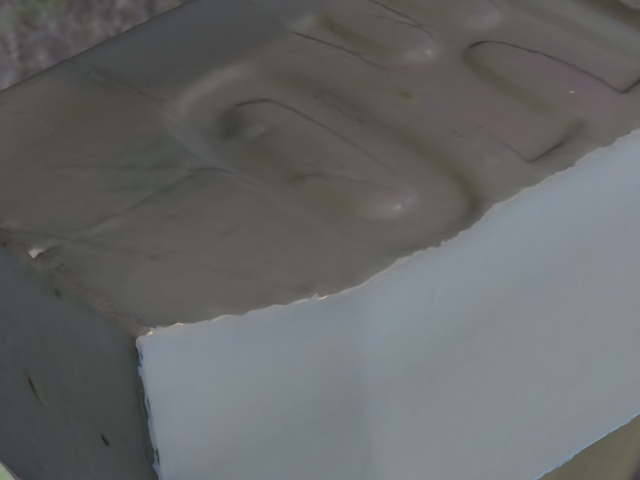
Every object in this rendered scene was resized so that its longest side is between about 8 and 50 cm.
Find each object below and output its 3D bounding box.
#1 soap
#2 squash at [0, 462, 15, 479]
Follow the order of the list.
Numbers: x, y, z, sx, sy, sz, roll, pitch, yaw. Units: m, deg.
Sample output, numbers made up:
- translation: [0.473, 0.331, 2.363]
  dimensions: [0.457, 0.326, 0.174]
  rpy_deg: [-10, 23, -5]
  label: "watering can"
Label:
- translation: [0.000, 0.000, 1.163]
  dimensions: [0.435, 0.350, 0.213]
  rpy_deg: [-29, 136, -31]
  label: "soap"
- translation: [-0.289, 0.234, 0.749]
  dimensions: [0.384, 0.263, 0.263]
  rpy_deg: [-44, 161, -28]
  label: "squash"
